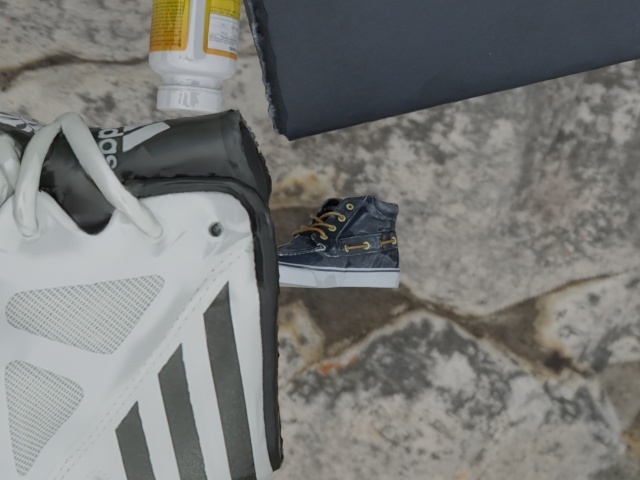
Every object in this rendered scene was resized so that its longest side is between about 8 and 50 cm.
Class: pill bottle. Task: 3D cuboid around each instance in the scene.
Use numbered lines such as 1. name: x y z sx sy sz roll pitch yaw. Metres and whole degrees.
1. pill bottle: -0.194 -0.321 1.647 0.136 0.136 0.245 3 92 -30

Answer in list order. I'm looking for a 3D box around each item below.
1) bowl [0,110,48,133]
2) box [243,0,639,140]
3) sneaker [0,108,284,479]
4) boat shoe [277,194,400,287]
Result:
1. bowl: -0.241 -0.031 0.754 0.170 0.080 0.170 3 71 -8
2. box: 0.132 -0.390 0.903 0.480 0.472 0.297 -14 145 -3
3. sneaker: -0.175 -0.033 0.464 0.257 0.169 0.447 -35 111 4
4. boat shoe: 0.000 0.000 0.945 0.183 0.065 0.083 2 88 -46
